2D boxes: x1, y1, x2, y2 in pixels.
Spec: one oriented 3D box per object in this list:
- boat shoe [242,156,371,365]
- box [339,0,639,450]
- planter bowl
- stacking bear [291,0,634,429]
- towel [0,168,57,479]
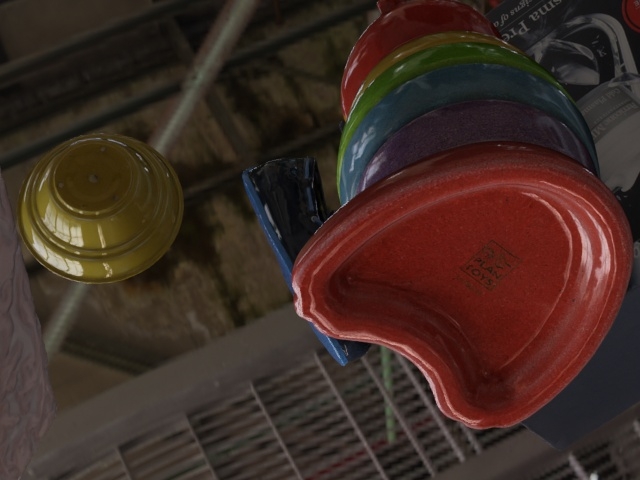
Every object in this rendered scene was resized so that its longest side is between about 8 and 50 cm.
[{"bbox_3d":[0.000,0.000,1.253,0.089,0.109,0.258,-23,-127,-4],"label":"boat shoe"},{"bbox_3d":[0.243,-0.057,1.131,0.343,0.179,0.312,-36,-127,13],"label":"box"},{"bbox_3d":[-0.285,-0.062,1.701,0.217,0.090,0.217,1,-114,-3],"label":"planter bowl"},{"bbox_3d":[0.079,-0.056,0.823,0.164,0.175,0.289,-44,-153,22],"label":"stacking bear"},{"bbox_3d":[-0.329,0.138,1.144,0.053,0.332,0.317,10,-138,13],"label":"towel"}]
